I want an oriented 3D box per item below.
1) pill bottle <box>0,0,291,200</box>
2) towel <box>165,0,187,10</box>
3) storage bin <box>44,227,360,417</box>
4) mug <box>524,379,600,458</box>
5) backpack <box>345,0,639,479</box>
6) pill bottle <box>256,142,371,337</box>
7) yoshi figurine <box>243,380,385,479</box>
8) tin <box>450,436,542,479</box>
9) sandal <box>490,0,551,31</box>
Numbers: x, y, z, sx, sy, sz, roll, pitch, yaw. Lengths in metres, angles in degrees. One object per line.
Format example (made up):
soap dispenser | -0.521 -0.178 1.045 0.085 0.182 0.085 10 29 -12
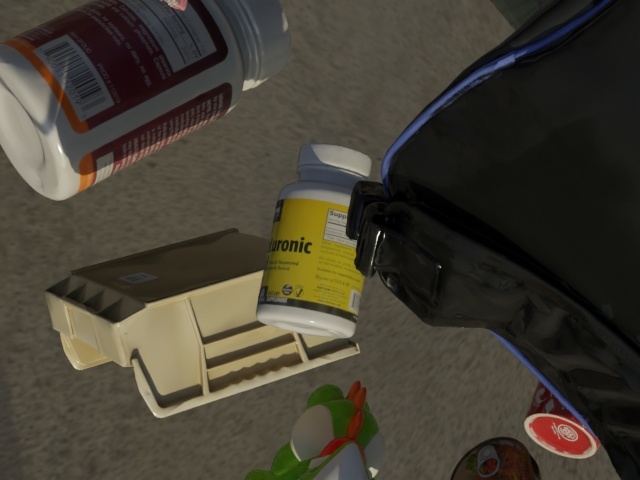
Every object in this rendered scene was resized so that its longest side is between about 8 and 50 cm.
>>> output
pill bottle | -0.249 -0.236 1.835 0.392 0.224 0.224 -31 85 -26
towel | -0.124 -0.302 1.308 0.029 0.197 0.144 29 93 -1
storage bin | -0.141 0.084 1.494 0.260 0.262 0.123 -16 104 -26
mug | 0.331 0.180 1.617 0.150 0.113 0.169 40 57 -15
backpack | 0.188 0.002 0.506 0.213 0.276 0.263 -32 88 -35
pill bottle | 0.000 0.000 0.849 0.065 0.065 0.116 9 79 10
yoshi figurine | 0.003 0.322 1.600 0.203 0.362 0.203 -25 111 16
tin | 0.201 0.303 1.493 0.106 0.189 0.040 -25 124 17
sandal | 0.187 -0.391 1.661 0.107 0.167 0.446 -34 77 -33
